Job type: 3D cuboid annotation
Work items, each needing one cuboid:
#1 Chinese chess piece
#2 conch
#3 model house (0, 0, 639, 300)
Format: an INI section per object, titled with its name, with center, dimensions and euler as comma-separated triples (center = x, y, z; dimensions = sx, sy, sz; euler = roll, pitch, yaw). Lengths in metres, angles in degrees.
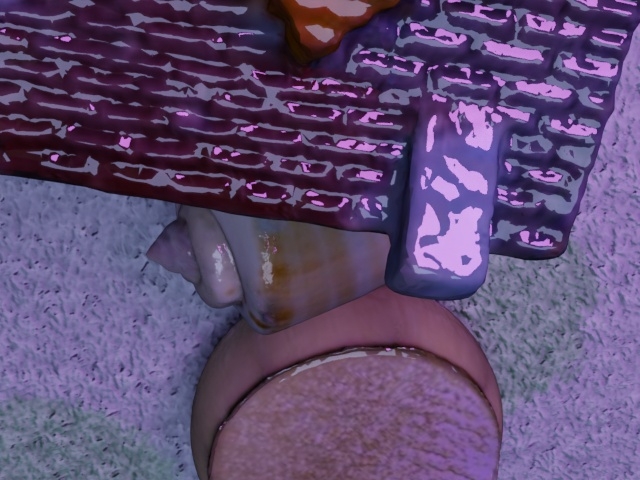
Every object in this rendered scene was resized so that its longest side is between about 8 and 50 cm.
[Chinese chess piece]
center = 0.023, 0.161, 0.927
dimensions = 0.269, 0.112, 0.270
euler = -3, 123, -5
[conch]
center = -0.001, 0.009, 0.802
dimensions = 0.255, 0.127, 0.158
euler = -1, 143, -5
[model house]
center = -0.017, -0.153, 0.538
dimensions = 0.360, 0.297, 0.339
euler = 9, 83, -9
